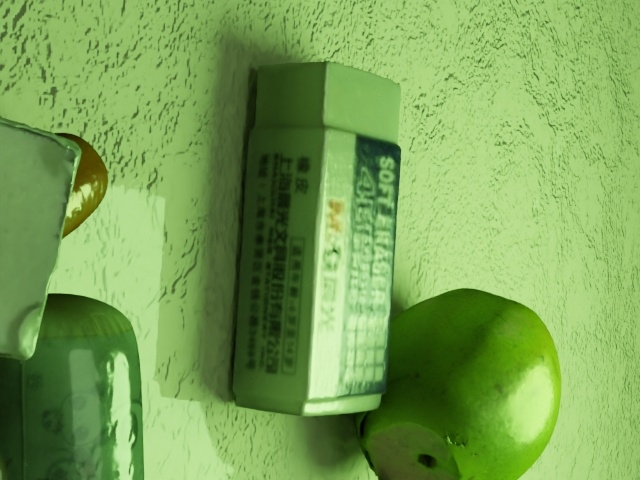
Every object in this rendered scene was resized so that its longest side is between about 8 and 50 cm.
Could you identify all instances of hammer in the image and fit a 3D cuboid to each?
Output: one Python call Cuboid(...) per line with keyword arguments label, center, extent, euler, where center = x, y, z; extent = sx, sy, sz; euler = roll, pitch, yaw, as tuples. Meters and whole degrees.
Cuboid(label="hammer", center=(-0.228, 0.139, 0.671), extent=(0.305, 0.113, 0.202), euler=(-6, 94, -48))

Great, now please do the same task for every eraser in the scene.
Cuboid(label="eraser", center=(0.000, 0.000, 1.004), extent=(0.124, 0.081, 0.279), euler=(6, 87, -56))

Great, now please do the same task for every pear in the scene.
Cuboid(label="pear", center=(0.131, 0.131, 1.116), extent=(0.219, 0.187, 0.187), euler=(-44, 127, -38))

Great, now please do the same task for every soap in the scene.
Cuboid(label="soap", center=(-0.221, -0.015, 0.601), extent=(0.183, 0.063, 0.121), euler=(17, 81, -30))

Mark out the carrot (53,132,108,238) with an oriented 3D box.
Cuboid(label="carrot", center=(-0.205, 0.000, 0.711), extent=(0.225, 0.067, 0.067), euler=(-45, 128, -43))
